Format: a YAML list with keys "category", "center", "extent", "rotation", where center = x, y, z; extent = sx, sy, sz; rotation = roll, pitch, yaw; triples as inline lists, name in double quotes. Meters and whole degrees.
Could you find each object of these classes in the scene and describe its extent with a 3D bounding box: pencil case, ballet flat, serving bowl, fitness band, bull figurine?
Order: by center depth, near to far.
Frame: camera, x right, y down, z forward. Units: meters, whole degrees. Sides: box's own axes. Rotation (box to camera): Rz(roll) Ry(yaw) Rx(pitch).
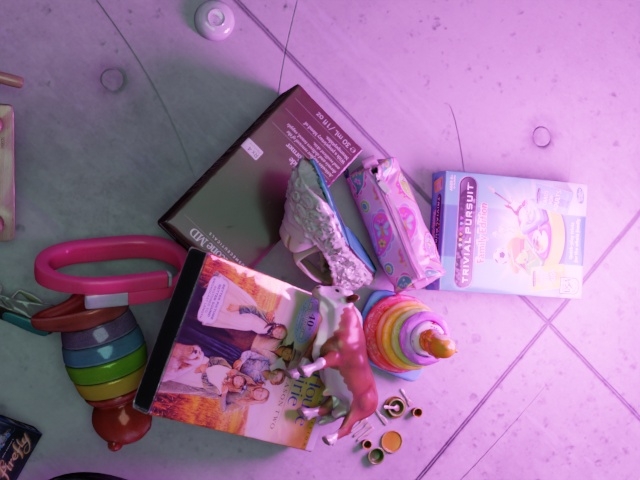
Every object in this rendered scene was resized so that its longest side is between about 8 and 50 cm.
- category: "fitness band"
  center: [-0.378, 0.050, 1.746]
  extent: [0.290, 0.209, 0.054]
  rotation: [-4, 116, -25]
- category: "ballet flat"
  center: [-0.595, 0.118, 1.770]
  extent: [0.213, 0.072, 0.068]
  rotation: [21, 56, -15]
- category: "ballet flat"
  center: [0.000, 0.000, 1.796]
  extent: [0.146, 0.409, 0.147]
  rotation: [-9, 58, 15]
- category: "bull figurine"
  center: [0.028, 0.240, 1.824]
  extent: [0.188, 0.101, 0.310]
  rotation: [-35, 120, -29]
- category: "serving bowl"
  center: [-0.211, -0.445, 1.899]
  extent: [0.083, 0.027, 0.083]
  rotation: [0, 90, -15]
- category: "pencil case"
  center: [0.152, -0.035, 1.930]
  extent: [0.124, 0.124, 0.284]
  rotation: [-21, 87, -15]

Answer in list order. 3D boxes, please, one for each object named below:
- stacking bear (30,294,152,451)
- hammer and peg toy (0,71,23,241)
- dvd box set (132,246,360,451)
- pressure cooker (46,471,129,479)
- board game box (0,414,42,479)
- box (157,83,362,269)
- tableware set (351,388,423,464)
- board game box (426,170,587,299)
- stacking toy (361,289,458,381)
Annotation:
- category: "stacking bear"
  center: [-0.397, 0.246, 1.768]
  extent: [0.175, 0.164, 0.289]
  rotation: [-34, 115, -55]
- category: "hammer and peg toy"
  center: [-0.670, -0.175, 1.679]
  extent: [0.265, 0.127, 0.362]
  rotation: [1, 102, -16]
- category: "dvd box set"
  center: [-0.125, 0.220, 1.794]
  extent: [0.420, 0.062, 0.308]
  rotation: [25, 83, -42]
- category: "pressure cooker"
  center: [-0.386, 0.617, 1.651]
  extent: [0.369, 0.375, 0.421]
  rotation: [-6, 91, -13]
- category: "board game box"
  center: [-0.638, 0.431, 1.714]
  extent: [0.165, 0.042, 0.243]
  rotation: [36, 78, -45]
- category: "box"
  center: [-0.120, -0.108, 1.862]
  extent: [0.191, 0.143, 0.381]
  rotation: [44, 80, -12]
- category: "tableware set"
  center: [0.147, 0.394, 1.983]
  extent: [0.154, 0.024, 0.104]
  rotation: [-36, 98, -14]
- category: "board game box"
  center: [0.403, -0.008, 2.034]
  extent: [0.335, 0.079, 0.254]
  rotation: [4, 88, -16]
- category: "stacking toy"
  center: [0.192, 0.192, 1.856]
  extent: [0.175, 0.302, 0.166]
  rotation: [24, 83, -13]
